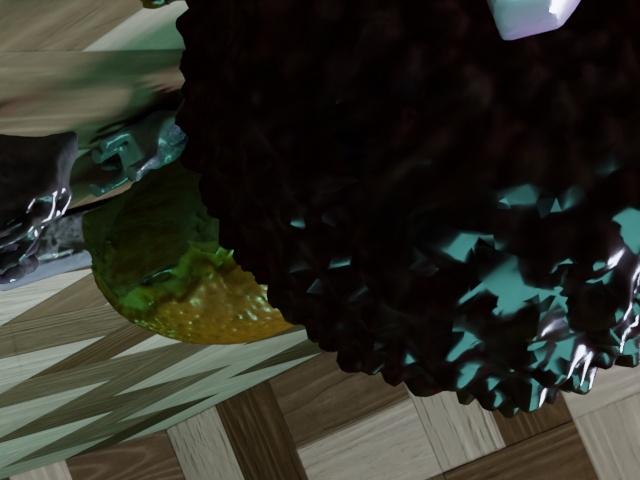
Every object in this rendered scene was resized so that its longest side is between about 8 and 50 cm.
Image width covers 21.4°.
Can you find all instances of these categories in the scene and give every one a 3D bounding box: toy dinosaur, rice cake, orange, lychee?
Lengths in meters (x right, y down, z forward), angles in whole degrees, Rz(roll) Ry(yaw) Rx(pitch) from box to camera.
[{"bbox_3d":[-0.115,-0.074,1.222,0.082,0.039,0.209,-29,-173,-24],"label":"toy dinosaur"},{"bbox_3d":[-0.178,-0.008,1.455,0.270,0.049,0.055,-17,170,-34],"label":"rice cake"},{"bbox_3d":[-0.057,-0.012,1.321,0.237,0.179,0.158,-30,127,26],"label":"orange"},{"bbox_3d":[0.075,-0.074,0.834,0.306,0.306,0.330,-18,158,-27],"label":"lychee"}]

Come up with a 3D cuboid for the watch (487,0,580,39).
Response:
[{"bbox_3d":[-0.029,-0.172,0.482,0.217,0.211,0.248,-6,166,8],"label":"watch"}]

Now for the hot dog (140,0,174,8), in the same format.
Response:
[{"bbox_3d":[-0.044,-0.155,0.927,0.122,0.037,0.049,-24,169,-5],"label":"hot dog"}]

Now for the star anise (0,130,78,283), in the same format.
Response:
[{"bbox_3d":[-0.296,0.015,1.064,0.331,0.117,0.332,-27,171,-5],"label":"star anise"}]
